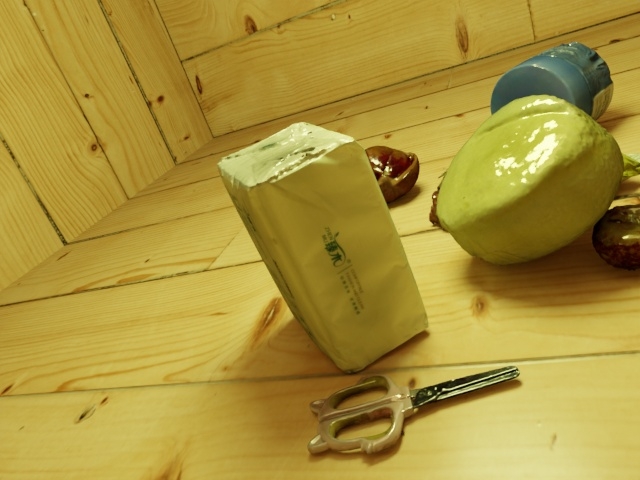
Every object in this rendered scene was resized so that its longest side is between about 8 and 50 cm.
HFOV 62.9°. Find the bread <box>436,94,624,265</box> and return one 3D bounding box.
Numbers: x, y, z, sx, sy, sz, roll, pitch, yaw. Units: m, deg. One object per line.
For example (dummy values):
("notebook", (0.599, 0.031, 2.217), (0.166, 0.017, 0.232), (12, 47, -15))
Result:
("bread", (0.383, -0.098, 0.966), (0.321, 0.237, 0.321), (-53, 15, 21))

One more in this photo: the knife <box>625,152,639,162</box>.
("knife", (0.688, -0.193, 1.246), (0.297, 0.017, 0.047), (5, 36, 39))

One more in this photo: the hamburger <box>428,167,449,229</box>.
("hamburger", (0.392, -0.147, 1.192), (0.281, 0.246, 0.155), (0, 28, 9))

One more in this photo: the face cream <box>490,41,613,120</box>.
("face cream", (0.631, -0.389, 1.432), (0.225, 0.249, 0.248), (-32, 25, -31))

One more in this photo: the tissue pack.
("tissue pack", (0.000, 0.000, 0.937), (0.207, 0.381, 0.297), (-30, 25, -11))

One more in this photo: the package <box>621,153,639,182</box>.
("package", (0.584, -0.162, 1.168), (0.168, 0.090, 0.226), (-24, 25, -2))

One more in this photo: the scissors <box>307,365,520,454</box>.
("scissors", (0.132, 0.234, 0.763), (0.317, 0.024, 0.160), (-17, 21, 8))

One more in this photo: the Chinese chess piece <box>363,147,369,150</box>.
("Chinese chess piece", (0.066, -0.208, 1.690), (0.273, 0.102, 0.273), (-18, 23, 8))

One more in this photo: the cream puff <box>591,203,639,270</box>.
("cream puff", (0.532, -0.002, 0.871), (0.148, 0.085, 0.149), (-17, 28, 9))

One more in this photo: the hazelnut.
("hazelnut", (0.180, -0.194, 1.475), (0.201, 0.160, 0.170), (-20, 55, 21))
